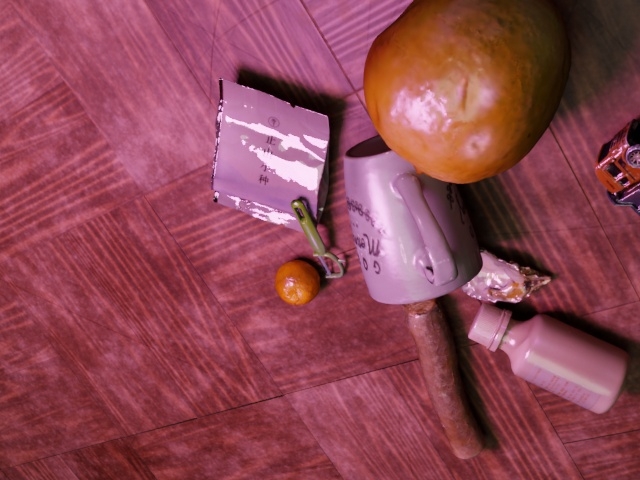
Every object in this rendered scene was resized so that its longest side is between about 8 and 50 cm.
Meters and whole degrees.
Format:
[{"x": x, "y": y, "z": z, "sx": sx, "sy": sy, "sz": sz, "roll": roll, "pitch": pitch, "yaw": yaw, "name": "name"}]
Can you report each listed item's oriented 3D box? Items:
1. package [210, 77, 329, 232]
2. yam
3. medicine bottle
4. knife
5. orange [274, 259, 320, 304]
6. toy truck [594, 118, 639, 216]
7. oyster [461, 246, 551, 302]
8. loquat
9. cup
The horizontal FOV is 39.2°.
[{"x": -0.083, "y": -0.138, "z": 1.497, "sx": 0.203, "sy": 0.062, "sz": 0.251, "roll": 19, "pitch": 131, "yaw": 13, "name": "package"}, {"x": 0.225, "y": 0.249, "z": 1.607, "sx": 0.081, "sy": 0.081, "sz": 0.357, "roll": -8, "pitch": 118, "yaw": 29, "name": "yam"}, {"x": 0.368, "y": 0.182, "z": 1.469, "sx": 0.252, "sy": 0.114, "sz": 0.114, "roll": 25, "pitch": 128, "yaw": 8, "name": "medicine bottle"}, {"x": 0.000, "y": 0.001, "z": 1.538, "sx": 0.054, "sy": 0.015, "sz": 0.212, "roll": 2, "pitch": 143, "yaw": 26, "name": "knife"}, {"x": -0.042, "y": 0.075, "z": 1.617, "sx": 0.083, "sy": 0.070, "sz": 0.083, "roll": 5, "pitch": 125, "yaw": 7, "name": "orange"}, {"x": 0.475, "y": -0.075, "z": 1.269, "sx": 0.192, "sy": 0.083, "sz": 0.092, "roll": 43, "pitch": 134, "yaw": -8, "name": "toy truck"}, {"x": 0.283, "y": 0.052, "z": 1.466, "sx": 0.146, "sy": 0.045, "sz": 0.122, "roll": -26, "pitch": 111, "yaw": 43, "name": "oyster"}, {"x": 0.200, "y": -0.217, "z": 1.197, "sx": 0.276, "sy": 0.276, "sz": 0.284, "roll": 41, "pitch": 108, "yaw": -5, "name": "loquat"}, {"x": 0.139, "y": -0.034, "z": 1.353, "sx": 0.186, "sy": 0.258, "sz": 0.234, "roll": -21, "pitch": 109, "yaw": -5, "name": "cup"}]
